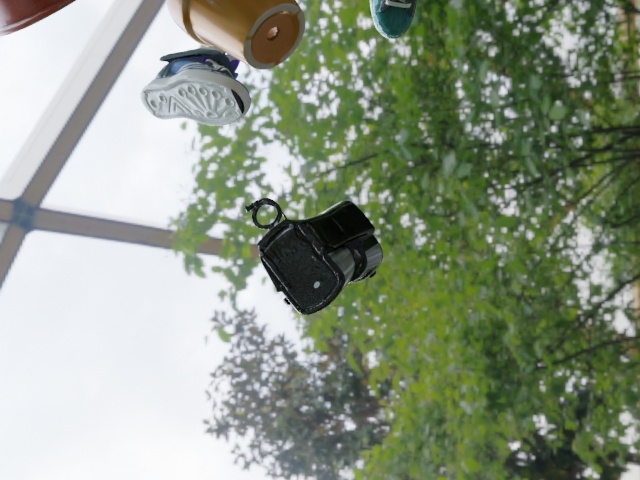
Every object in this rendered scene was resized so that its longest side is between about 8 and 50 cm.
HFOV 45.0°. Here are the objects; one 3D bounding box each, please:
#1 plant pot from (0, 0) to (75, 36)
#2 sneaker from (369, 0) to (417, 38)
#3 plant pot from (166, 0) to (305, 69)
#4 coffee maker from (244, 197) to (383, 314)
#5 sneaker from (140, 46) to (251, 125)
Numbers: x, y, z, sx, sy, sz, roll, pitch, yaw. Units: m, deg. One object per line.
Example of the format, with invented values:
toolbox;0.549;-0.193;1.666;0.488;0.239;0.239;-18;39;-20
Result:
plant pot;-0.469;-0.504;1.191;0.265;0.272;0.272;60;-141;-32
sneaker;0.172;-0.576;1.610;0.121;0.108;0.303;-115;32;-75
plant pot;-0.130;-0.399;1.333;0.205;0.188;0.205;-33;-28;-20
coffee maker;0.000;0.000;1.120;0.178;0.120;0.171;-29;-77;-63
sneaker;-0.230;-0.368;1.727;0.236;0.322;0.130;-49;-50;-35
